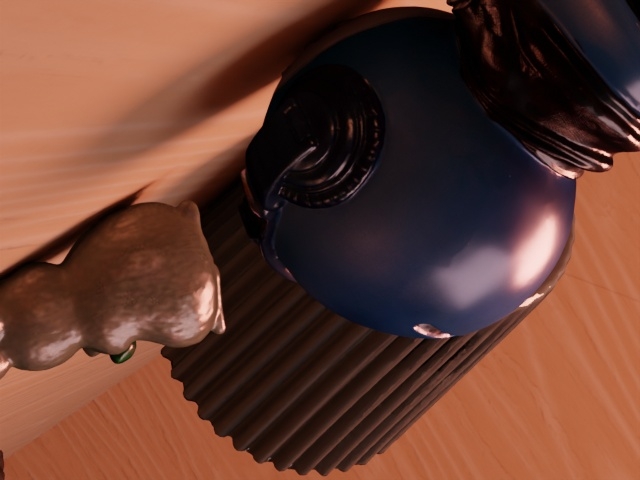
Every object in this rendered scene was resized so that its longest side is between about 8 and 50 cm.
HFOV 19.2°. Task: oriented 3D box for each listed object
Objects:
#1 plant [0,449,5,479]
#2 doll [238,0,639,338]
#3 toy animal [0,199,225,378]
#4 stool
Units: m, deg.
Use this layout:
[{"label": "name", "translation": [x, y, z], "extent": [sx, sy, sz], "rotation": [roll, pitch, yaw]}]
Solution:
[{"label": "plant", "translation": [-0.356, 0.225, 1.731], "extent": [0.132, 0.194, 0.129], "rotation": [-4, 164, -21]}, {"label": "doll", "translation": [0.093, -0.072, 1.276], "extent": [0.310, 0.240, 0.284], "rotation": [-35, 153, 23]}, {"label": "toy animal", "translation": [-0.195, 0.042, 1.456], "extent": [0.236, 0.138, 0.108], "rotation": [-8, -153, -23]}, {"label": "stool", "translation": [0.045, 0.023, 1.736], "extent": [0.297, 0.297, 0.330], "rotation": [-31, 172, -38]}]
